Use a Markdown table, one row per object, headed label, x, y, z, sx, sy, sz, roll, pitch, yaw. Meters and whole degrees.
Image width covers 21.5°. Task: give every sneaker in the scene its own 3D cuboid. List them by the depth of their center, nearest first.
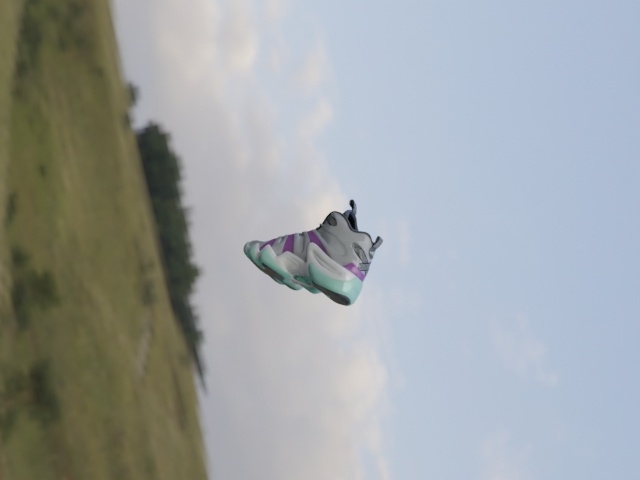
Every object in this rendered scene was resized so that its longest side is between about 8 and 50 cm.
| label | x | y | z | sx | sy | sz | roll | pitch | yaw |
| --- | --- | --- | --- | --- | --- | --- | --- | --- | --- |
| sneaker | 0.000 | 0.000 | 1.115 | 0.098 | 0.069 | 0.038 | 20 | -18 | 35 |
